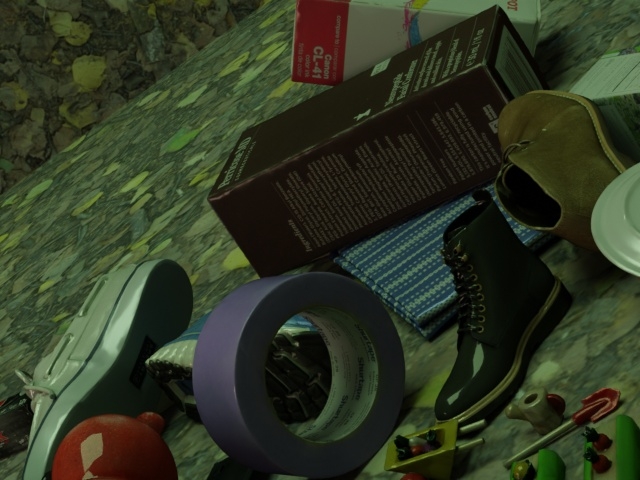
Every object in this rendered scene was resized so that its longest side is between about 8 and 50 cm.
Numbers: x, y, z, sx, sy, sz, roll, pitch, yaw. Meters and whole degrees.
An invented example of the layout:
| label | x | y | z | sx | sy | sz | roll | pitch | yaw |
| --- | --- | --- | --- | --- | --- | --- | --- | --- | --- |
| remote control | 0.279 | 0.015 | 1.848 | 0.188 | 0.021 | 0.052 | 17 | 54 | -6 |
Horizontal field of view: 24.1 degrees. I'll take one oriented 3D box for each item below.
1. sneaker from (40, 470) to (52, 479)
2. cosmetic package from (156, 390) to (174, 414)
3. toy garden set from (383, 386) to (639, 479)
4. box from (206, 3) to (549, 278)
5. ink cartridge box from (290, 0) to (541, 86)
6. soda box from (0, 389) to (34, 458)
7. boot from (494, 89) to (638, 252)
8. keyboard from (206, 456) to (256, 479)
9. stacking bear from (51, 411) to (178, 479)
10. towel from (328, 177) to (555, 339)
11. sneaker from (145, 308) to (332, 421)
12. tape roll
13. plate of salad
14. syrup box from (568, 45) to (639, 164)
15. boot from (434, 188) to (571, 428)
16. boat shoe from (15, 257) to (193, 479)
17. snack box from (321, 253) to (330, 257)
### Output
| label | x | y | z | sx | sy | sz | roll | pitch | yaw |
| --- | --- | --- | --- | --- | --- | --- | --- | --- | --- |
| sneaker | -0.206 | 0.266 | 1.422 | 0.228 | 0.132 | 0.086 | -28 | 21 | 44 |
| cosmetic package | -0.199 | 0.180 | 1.820 | 0.115 | 0.041 | 0.060 | -35 | 19 | 6 |
| toy garden set | 0.135 | 0.184 | 1.195 | 0.244 | 0.049 | 0.204 | -28 | 20 | 24 |
| box | 0.071 | -0.115 | 1.782 | 0.381 | 0.143 | 0.191 | -26 | 21 | 24 |
| ink cartridge box | 0.126 | -0.285 | 1.967 | 0.306 | 0.131 | 0.226 | 9 | 29 | 4 |
| soda box | -0.429 | 0.254 | 2.025 | 0.169 | 0.060 | 0.053 | -26 | 20 | 29 |
| boot | 0.218 | -0.080 | 1.472 | 0.305 | 0.115 | 0.112 | -117 | 37 | -62 |
| keyboard | -0.110 | 0.272 | 1.462 | 0.108 | 0.023 | 0.180 | -33 | 17 | 33 |
| stacking bear | -0.179 | 0.271 | 1.256 | 0.175 | 0.164 | 0.289 | -30 | 36 | 21 |
| towel | 0.152 | -0.010 | 1.669 | 0.243 | 0.040 | 0.336 | -36 | 20 | -5 |
| sneaker | -0.061 | 0.105 | 1.617 | 0.330 | 0.130 | 0.147 | -9 | 35 | 55 |
| tape roll | -0.019 | 0.124 | 1.396 | 0.189 | 0.189 | 0.080 | -47 | 21 | -28 |
| plate of salad | 0.335 | -0.018 | 1.293 | 0.199 | 0.048 | 0.200 | -12 | 35 | 8 |
| syrup box | 0.358 | -0.139 | 1.498 | 0.096 | 0.093 | 0.237 | -45 | 20 | -24 |
| boot | 0.131 | 0.063 | 1.353 | 0.077 | 0.137 | 0.198 | -16 | 28 | 47 |
| boat shoe | -0.284 | 0.171 | 1.743 | 0.156 | 0.136 | 0.367 | -7 | 47 | 32 |
| snack box | 0.000 | 0.000 | 1.923 | 0.178 | 0.022 | 0.064 | -20 | 23 | 42 |
